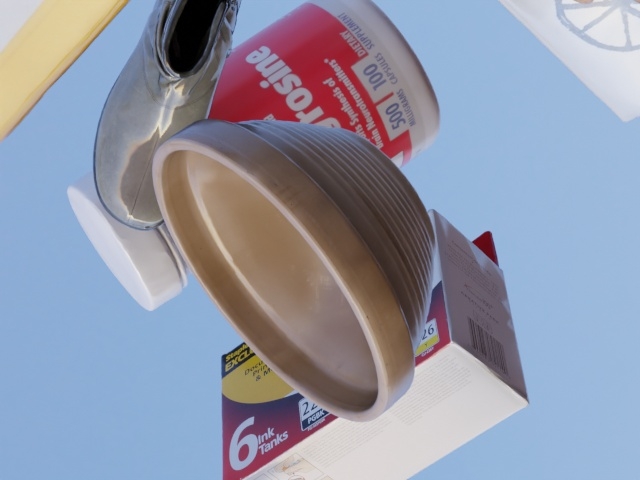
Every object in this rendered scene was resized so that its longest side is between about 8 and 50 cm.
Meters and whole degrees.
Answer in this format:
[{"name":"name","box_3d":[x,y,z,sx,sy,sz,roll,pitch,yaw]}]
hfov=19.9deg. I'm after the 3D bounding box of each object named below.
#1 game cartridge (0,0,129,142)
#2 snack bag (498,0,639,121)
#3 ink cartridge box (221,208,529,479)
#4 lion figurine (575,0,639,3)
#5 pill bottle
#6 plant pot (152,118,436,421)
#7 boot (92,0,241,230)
[{"name":"game cartridge","box_3d":[-0.192,-0.210,0.882,0.285,0.324,0.052,30,-139,-24]},{"name":"snack bag","box_3d":[0.232,-0.236,1.119,0.323,0.343,0.037,39,-139,-32]},{"name":"ink cartridge box","box_3d":[0.046,0.122,1.930,0.130,0.309,0.271,39,-152,-31]},{"name":"lion figurine","box_3d":[0.255,-0.155,0.864,0.392,0.240,0.142,15,-86,-83]},{"name":"pill bottle","box_3d":[-0.080,-0.102,2.133,0.408,0.229,0.229,-35,-63,-14]},{"name":"plant pot","box_3d":[0.000,0.000,1.253,0.110,0.237,0.237,-39,-62,-22]},{"name":"boot","box_3d":[-0.113,-0.127,1.373,0.161,0.083,0.246,-159,87,-84]}]
